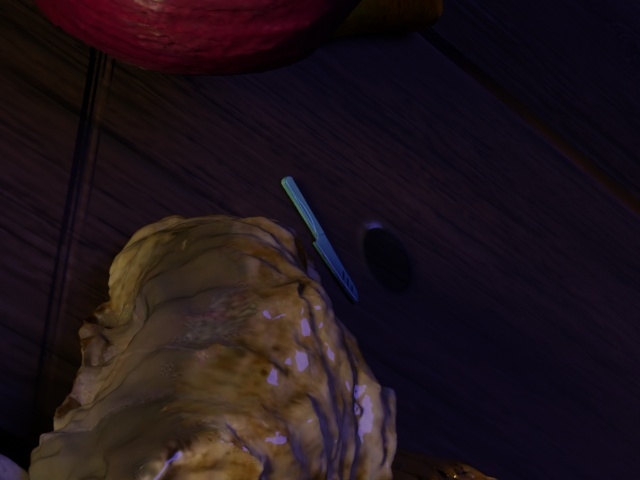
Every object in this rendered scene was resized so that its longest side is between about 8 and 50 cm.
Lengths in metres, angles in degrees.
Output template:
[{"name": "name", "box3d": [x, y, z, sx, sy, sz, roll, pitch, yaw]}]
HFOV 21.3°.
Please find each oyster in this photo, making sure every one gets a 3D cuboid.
[{"name": "oyster", "box3d": [-0.055, 0.088, 0.780, 0.341, 0.166, 0.110, -76, 153, -47]}]

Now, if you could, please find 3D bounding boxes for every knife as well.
[{"name": "knife", "box3d": [0.000, 0.000, 1.064, 0.091, 0.005, 0.014, 59, 33, -4]}]

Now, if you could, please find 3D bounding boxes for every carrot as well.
[{"name": "carrot", "box3d": [0.030, -0.160, 1.191, 0.171, 0.042, 0.042, -19, 82, -53]}]

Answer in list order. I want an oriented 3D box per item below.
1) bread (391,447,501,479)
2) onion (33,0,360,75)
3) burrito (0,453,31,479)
[{"name": "bread", "box3d": [0.040, 0.204, 0.852, 0.240, 0.139, 0.240, 36, 38, -34]}, {"name": "onion", "box3d": [-0.111, -0.268, 0.897, 0.385, 0.347, 0.347, 9, 50, -3]}, {"name": "burrito", "box3d": [-0.252, 0.046, 0.642, 0.392, 0.076, 0.117, 42, 37, -28]}]
